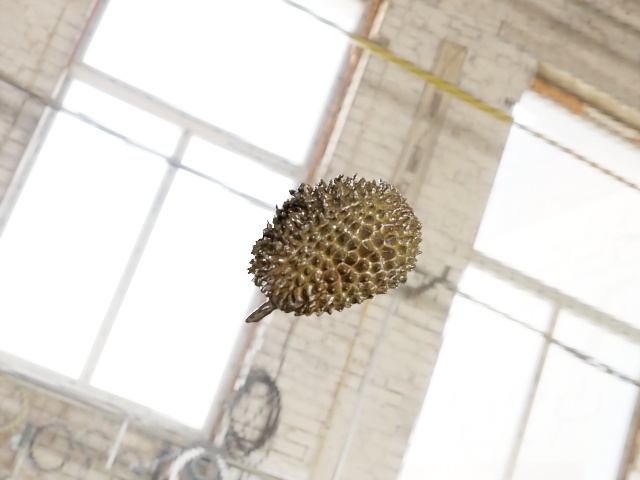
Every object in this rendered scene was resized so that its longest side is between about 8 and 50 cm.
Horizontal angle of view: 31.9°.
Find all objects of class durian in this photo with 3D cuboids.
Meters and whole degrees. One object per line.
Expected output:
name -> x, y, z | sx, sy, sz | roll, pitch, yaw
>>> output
durian -> -0.002, -0.002, 0.740 | 0.110, 0.140, 0.071 | 35, -23, 51
